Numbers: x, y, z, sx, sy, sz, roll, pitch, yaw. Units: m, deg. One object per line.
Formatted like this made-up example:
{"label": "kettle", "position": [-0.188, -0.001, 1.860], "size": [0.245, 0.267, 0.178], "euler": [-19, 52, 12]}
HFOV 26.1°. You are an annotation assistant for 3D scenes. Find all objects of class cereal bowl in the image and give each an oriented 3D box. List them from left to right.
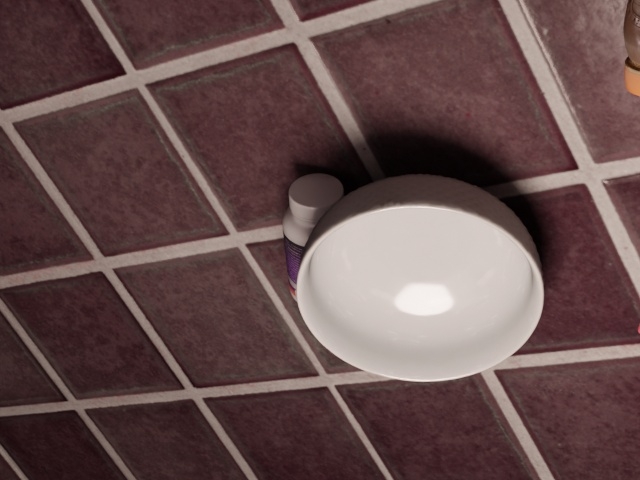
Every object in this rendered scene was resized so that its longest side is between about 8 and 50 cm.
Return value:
{"label": "cereal bowl", "position": [0.139, 0.035, 1.925], "size": [0.339, 0.141, 0.339], "euler": [3, 132, 3]}

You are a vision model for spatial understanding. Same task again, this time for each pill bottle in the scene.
{"label": "pill bottle", "position": [0.000, 0.000, 2.029], "size": [0.108, 0.108, 0.193], "euler": [13, 135, 20]}

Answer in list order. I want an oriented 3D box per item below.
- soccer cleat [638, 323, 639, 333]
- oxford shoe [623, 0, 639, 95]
{"label": "soccer cleat", "position": [0.527, 0.201, 1.944], "size": [0.095, 0.083, 0.248], "euler": [24, 153, 55]}
{"label": "oxford shoe", "position": [0.510, -0.229, 1.513], "size": [0.364, 0.130, 0.132], "euler": [1, 118, 24]}
